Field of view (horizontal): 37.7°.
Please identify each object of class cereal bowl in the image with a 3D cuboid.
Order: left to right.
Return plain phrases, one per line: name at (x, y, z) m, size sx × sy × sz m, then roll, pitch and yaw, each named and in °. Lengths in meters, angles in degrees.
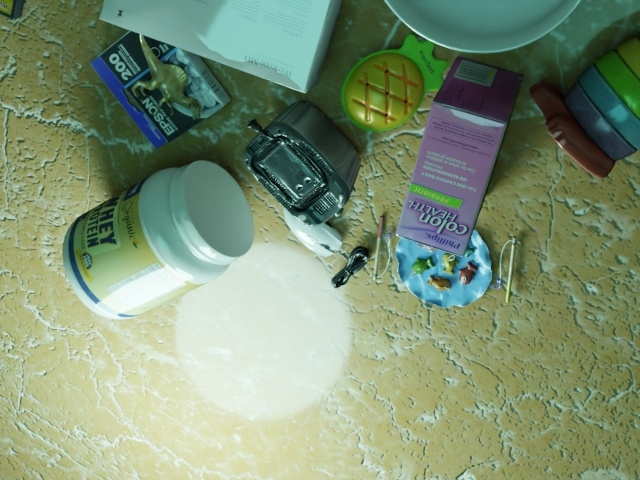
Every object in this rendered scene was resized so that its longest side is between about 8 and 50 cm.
cereal bowl at (0.241, -0.453, 1.364) m, size 0.339 × 0.141 × 0.338 m, roll 9°, pitch 120°, yaw 15°

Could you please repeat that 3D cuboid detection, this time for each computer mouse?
computer mouse at (0.000, 0.000, 1.769) m, size 0.193 × 0.042 × 0.106 m, roll 43°, pitch 124°, yaw -8°

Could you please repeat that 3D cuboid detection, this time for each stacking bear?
stacking bear at (0.485, -0.240, 1.394) m, size 0.164 × 0.175 × 0.289 m, roll 36°, pitch 117°, yaw -26°

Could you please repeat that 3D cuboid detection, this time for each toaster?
toaster at (-0.032, -0.145, 1.635) m, size 0.227 × 0.146 × 0.129 m, roll 44°, pitch 123°, yaw -9°

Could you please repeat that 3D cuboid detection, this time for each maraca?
maraca at (0.121, -0.259, 1.549) m, size 0.186 × 0.099 × 0.127 m, roll -34°, pitch 107°, yaw 5°

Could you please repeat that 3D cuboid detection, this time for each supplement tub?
supplement tub at (-0.304, -0.001, 1.767) m, size 0.316 × 0.228 × 0.228 m, roll -25°, pitch 107°, yaw 29°

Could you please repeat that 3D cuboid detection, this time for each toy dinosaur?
toy dinosaur at (-0.285, -0.284, 1.662) m, size 0.093 × 0.053 × 0.183 m, roll -31°, pitch 113°, yaw 14°

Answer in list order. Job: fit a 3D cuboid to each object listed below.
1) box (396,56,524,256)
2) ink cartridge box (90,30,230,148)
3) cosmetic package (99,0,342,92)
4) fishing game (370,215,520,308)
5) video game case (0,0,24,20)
box at (0.225, -0.138, 1.506) m, size 0.117 × 0.213 × 0.242 m, roll 18°, pitch 123°, yaw 9°
ink cartridge box at (-0.303, -0.286, 1.715) m, size 0.208 × 0.045 × 0.206 m, roll -28°, pitch 106°, yaw 32°
cosmetic package at (-0.148, -0.438, 1.518) m, size 0.377 × 0.097 × 0.284 m, roll 21°, pitch 112°, yaw 7°
fishing game at (0.222, 0.048, 1.719) m, size 0.264 × 0.041 × 0.189 m, roll 13°, pitch 119°, yaw 13°
video game case at (-0.641, -0.566, 1.683) m, size 0.275 × 0.035 × 0.248 m, roll 27°, pitch 124°, yaw 3°
